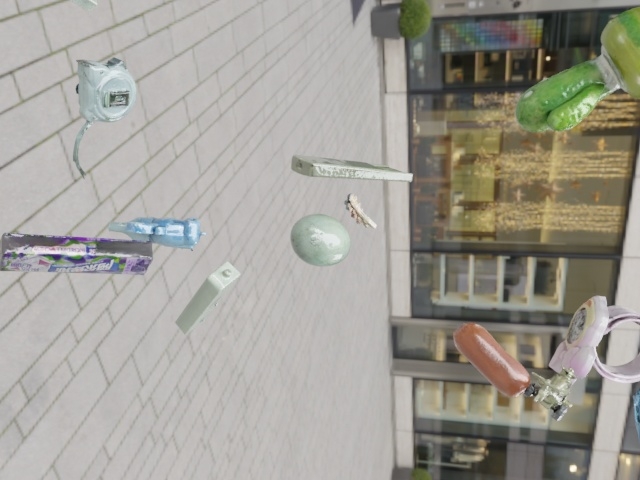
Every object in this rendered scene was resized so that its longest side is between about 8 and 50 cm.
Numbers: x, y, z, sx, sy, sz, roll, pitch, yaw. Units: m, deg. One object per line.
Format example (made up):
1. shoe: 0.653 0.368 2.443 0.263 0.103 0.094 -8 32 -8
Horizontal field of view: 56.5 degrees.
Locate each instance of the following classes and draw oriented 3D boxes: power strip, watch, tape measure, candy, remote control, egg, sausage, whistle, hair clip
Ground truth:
1. power strip: -0.330 0.168 1.726 0.091 0.062 0.385 -41 176 -40
2. watch: 0.774 0.292 1.584 0.211 0.218 0.248 -26 139 -81
3. tape measure: -0.544 -0.294 1.506 0.164 0.084 0.330 -23 136 -44
4. candy: -0.531 0.033 1.305 0.088 0.313 0.061 -51 -135 47
5. remote control: 0.078 -0.165 1.419 0.123 0.286 0.038 32 -64 58
6. egg: 0.000 0.000 1.913 0.237 0.169 0.168 14 76 -49
7. sausage: 0.372 0.259 1.300 0.077 0.194 0.077 -42 169 -10
8. whistle: -0.451 -0.029 1.654 0.180 0.269 0.093 -118 -145 -84
9. hair clip: 0.119 -0.095 1.924 0.214 0.056 0.062 44 61 -50

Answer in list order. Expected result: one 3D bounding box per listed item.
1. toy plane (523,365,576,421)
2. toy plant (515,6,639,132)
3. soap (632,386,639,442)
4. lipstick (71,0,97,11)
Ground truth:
1. toy plane: 0.485 0.313 1.247 0.108 0.092 0.286 -55 149 11
2. toy plant: 0.558 -0.321 1.231 0.184 0.316 0.224 48 32 -20
3. soap: 0.678 0.314 0.988 0.156 0.293 0.077 -13 104 -45
4. lipstick: -0.517 -0.516 1.208 0.129 0.030 0.030 23 45 -54
